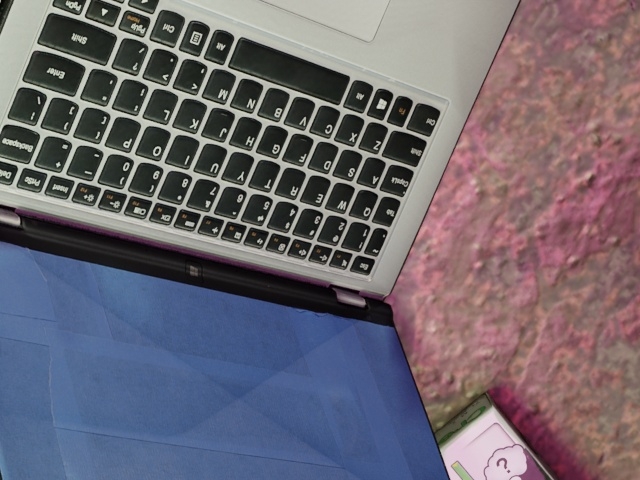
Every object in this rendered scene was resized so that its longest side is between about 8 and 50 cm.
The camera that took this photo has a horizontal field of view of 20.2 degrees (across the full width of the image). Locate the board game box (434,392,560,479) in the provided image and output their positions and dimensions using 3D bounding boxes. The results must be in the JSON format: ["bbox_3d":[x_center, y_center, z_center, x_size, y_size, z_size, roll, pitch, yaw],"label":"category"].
[{"bbox_3d":[0.063,0.279,1.285,0.305,0.053,0.193,-40,97,3],"label":"board game box"}]

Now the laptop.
[{"bbox_3d":[0.000,0.000,1.043,0.382,0.236,0.408,15,102,-46],"label":"laptop"}]
